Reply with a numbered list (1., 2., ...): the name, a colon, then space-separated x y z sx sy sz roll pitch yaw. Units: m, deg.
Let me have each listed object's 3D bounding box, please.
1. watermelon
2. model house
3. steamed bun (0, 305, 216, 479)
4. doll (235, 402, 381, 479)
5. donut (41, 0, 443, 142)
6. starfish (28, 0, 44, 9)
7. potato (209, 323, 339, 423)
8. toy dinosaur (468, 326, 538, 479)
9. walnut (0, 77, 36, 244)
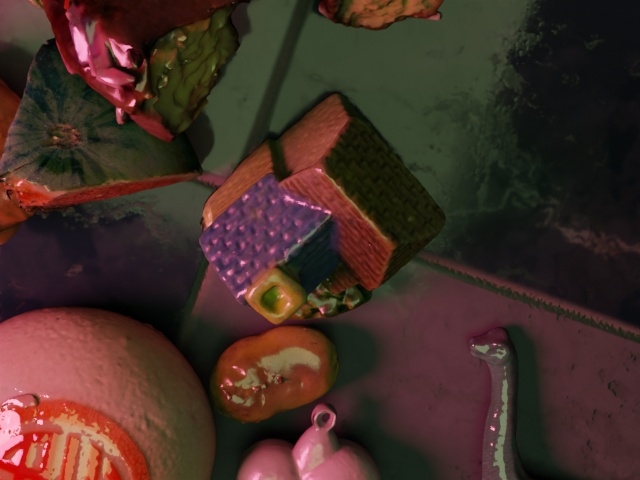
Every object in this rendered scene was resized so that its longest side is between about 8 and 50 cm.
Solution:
1. watermelon: -0.188 -0.111 0.731 0.128 0.231 0.146 -14 91 5
2. model house: 0.000 0.000 0.785 0.214 0.189 0.195 -38 102 7
3. steamed bun: -0.246 0.209 0.834 0.283 0.177 0.283 -1 106 -2
4. doll: -0.042 0.340 0.927 0.160 0.094 0.365 17 105 -5
5. donut: -0.074 -0.245 0.693 0.345 0.136 0.259 -30 73 -17
6. starfish: -0.340 -0.279 0.758 0.223 0.050 0.217 -39 110 20
7. potato: -0.049 0.137 0.880 0.138 0.070 0.092 -18 101 -6
8. toy dinosaur: 0.302 0.294 0.939 0.383 0.129 0.331 16 96 -8
9. walnut: -0.329 -0.085 0.766 0.155 0.155 0.184 -39 109 8
